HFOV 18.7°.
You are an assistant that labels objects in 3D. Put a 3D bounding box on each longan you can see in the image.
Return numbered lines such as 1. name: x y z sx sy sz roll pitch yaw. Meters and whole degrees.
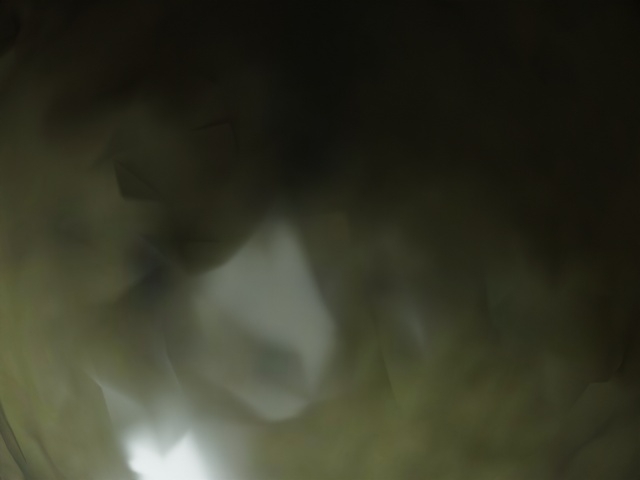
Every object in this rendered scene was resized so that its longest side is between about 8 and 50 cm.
1. longan: 0.006 -0.003 0.951 0.404 0.436 0.404 3 75 -10
